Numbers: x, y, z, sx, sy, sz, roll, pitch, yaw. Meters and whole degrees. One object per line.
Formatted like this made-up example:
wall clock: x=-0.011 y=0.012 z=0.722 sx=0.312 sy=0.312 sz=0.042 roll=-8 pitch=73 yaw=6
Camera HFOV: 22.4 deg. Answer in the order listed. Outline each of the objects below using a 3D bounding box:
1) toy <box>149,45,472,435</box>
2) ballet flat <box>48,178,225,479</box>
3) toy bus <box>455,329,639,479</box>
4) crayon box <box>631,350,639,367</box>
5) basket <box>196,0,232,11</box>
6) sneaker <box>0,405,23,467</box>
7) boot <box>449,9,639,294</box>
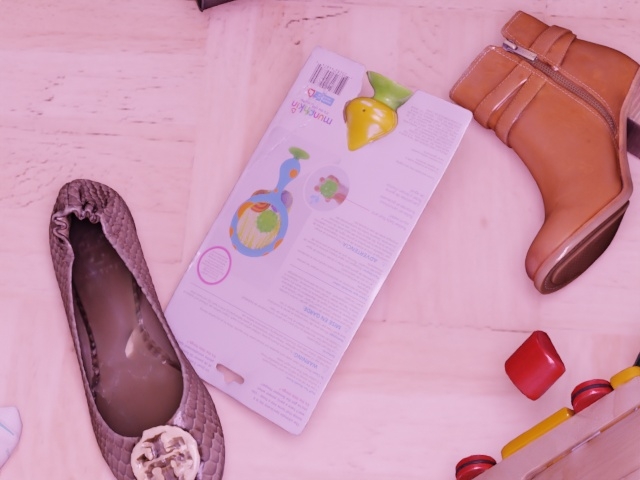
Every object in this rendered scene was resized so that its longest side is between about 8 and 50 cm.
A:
toy: x=0.000 y=0.000 z=1.085 sx=0.137 sy=0.056 sz=0.237 roll=27 pitch=90 yaw=31
ballet flat: x=-0.129 y=0.065 z=1.063 sx=0.084 sy=0.058 sz=0.250 roll=-22 pitch=66 yaw=5
toy bus: x=0.160 y=0.169 z=0.980 sx=0.104 sy=0.202 sz=0.191 roll=26 pitch=86 yaw=-33
crayon box: x=0.440 y=0.091 z=1.020 sx=0.363 sy=0.106 sz=0.313 roll=-33 pitch=70 yaw=-13
basket: x=0.010 y=-0.275 z=1.172 sx=0.226 sy=0.154 sz=0.204 roll=-8 pitch=67 yaw=-6
sneaker: x=-0.264 y=0.103 z=1.064 sx=0.152 sy=0.054 sz=0.061 roll=33 pitch=62 yaw=8
boot: x=0.152 y=-0.064 z=1.117 sx=0.152 sy=0.073 sz=0.197 roll=33 pitch=59 yaw=13
